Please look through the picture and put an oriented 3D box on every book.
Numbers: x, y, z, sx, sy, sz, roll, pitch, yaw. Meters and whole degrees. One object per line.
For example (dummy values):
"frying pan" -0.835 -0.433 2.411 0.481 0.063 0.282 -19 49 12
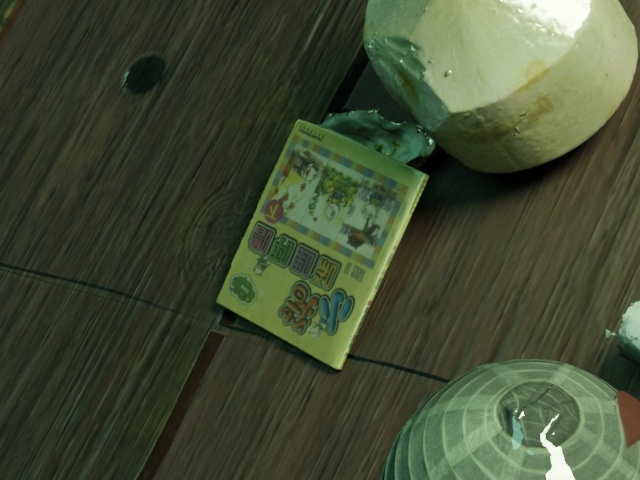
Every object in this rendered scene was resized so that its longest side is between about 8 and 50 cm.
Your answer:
"book" 0.000 0.000 1.699 0.168 0.013 0.192 27 94 41

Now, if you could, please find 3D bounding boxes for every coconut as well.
"coconut" 0.149 -0.180 1.621 0.241 0.241 0.241 -16 53 23

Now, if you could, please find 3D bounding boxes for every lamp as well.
"lamp" 0.150 0.202 1.350 0.233 0.233 0.265 -6 37 29

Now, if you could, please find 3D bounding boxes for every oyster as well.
"oyster" 0.034 -0.073 1.736 0.148 0.051 0.103 21 83 31

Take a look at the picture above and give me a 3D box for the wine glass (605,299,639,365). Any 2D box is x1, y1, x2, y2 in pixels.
"wine glass" 0.338 0.099 1.420 0.262 0.074 0.074 18 71 39
